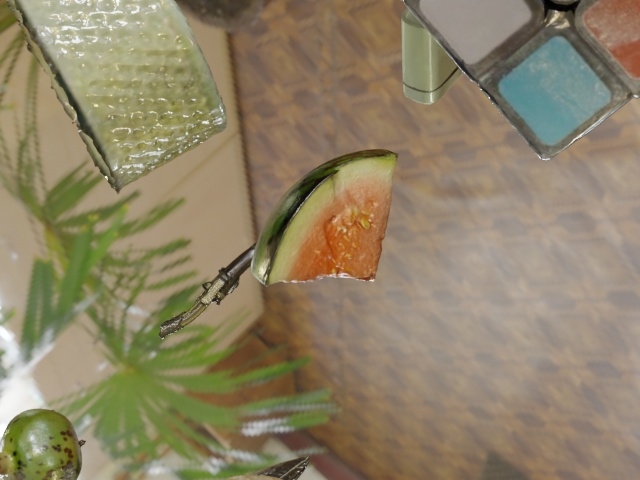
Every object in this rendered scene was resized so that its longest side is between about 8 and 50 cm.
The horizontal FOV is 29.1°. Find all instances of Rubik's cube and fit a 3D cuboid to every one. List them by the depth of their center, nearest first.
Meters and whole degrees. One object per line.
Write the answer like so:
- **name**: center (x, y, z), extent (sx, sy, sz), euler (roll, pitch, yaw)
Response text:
- **Rubik's cube**: center (0.280, -0.350, 1.306), extent (0.359, 0.362, 0.363), euler (-38, 100, 26)

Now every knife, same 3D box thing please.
- **knife**: center (-0.124, 0.052, 1.605), extent (0.045, 0.222, 0.021), euler (55, 171, 10)

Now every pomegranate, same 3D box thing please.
- **pomegranate**: center (-0.378, 0.279, 1.584), extent (0.122, 0.161, 0.122), euler (5, 97, 49)

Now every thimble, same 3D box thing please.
- **thimble**: center (-0.227, -0.199, 1.364), extent (0.271, 0.150, 0.271), euler (57, 170, 15)

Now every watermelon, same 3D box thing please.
- **watermelon**: center (-0.013, -0.016, 1.291), extent (0.193, 0.145, 0.137), euler (-50, 51, 47)

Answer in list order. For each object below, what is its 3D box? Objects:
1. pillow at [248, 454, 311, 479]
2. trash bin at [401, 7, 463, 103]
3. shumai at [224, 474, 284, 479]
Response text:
- **pillow**: center (-0.117, 0.394, 1.873), extent (0.141, 0.208, 0.055), euler (-35, 85, 48)
- **trash bin**: center (0.156, -0.268, 1.659), extent (0.059, 0.116, 0.130), euler (23, 144, 25)
- **shumai**: center (-0.079, 0.318, 1.275), extent (0.145, 0.145, 0.116), euler (43, 139, 6)
